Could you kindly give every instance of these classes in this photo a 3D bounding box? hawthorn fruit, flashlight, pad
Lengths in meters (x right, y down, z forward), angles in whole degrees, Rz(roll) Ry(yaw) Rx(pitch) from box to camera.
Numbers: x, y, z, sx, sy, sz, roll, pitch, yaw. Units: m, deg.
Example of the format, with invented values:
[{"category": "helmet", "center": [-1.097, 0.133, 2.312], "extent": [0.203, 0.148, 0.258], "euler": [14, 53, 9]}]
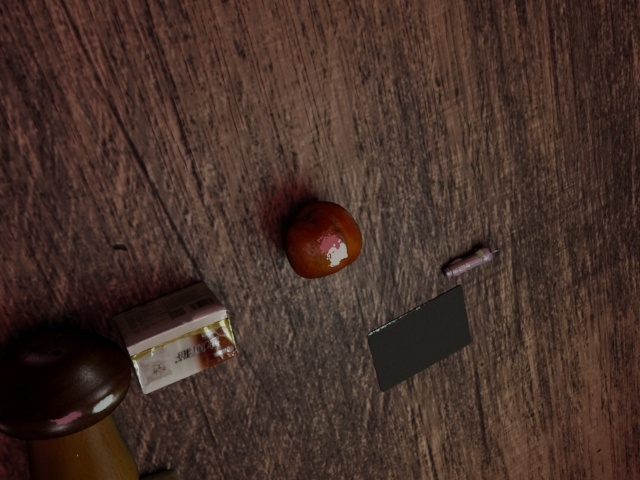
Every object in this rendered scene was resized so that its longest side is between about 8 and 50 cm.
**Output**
[{"category": "hawthorn fruit", "center": [0.000, 0.000, 1.133], "extent": [0.128, 0.128, 0.128], "euler": [-11, 114, -24]}, {"category": "flashlight", "center": [0.273, 0.037, 1.341], "extent": [0.110, 0.052, 0.031], "euler": [-23, 83, -12]}, {"category": "pad", "center": [0.190, 0.184, 1.372], "extent": [0.211, 0.003, 0.143], "euler": [-25, 119, -18]}]

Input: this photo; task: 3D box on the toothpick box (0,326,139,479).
[{"category": "toothpick box", "center": [-0.345, 0.263, 1.013], "extent": [0.192, 0.192, 0.295], "euler": [-17, 122, -22]}]

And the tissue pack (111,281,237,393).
[{"category": "tissue pack", "center": [-0.214, 0.141, 1.077], "extent": [0.148, 0.106, 0.099], "euler": [-21, 118, -19]}]

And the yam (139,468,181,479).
[{"category": "yam", "center": [-0.335, 0.422, 1.156], "extent": [0.241, 0.056, 0.057], "euler": [-14, 116, -25]}]
